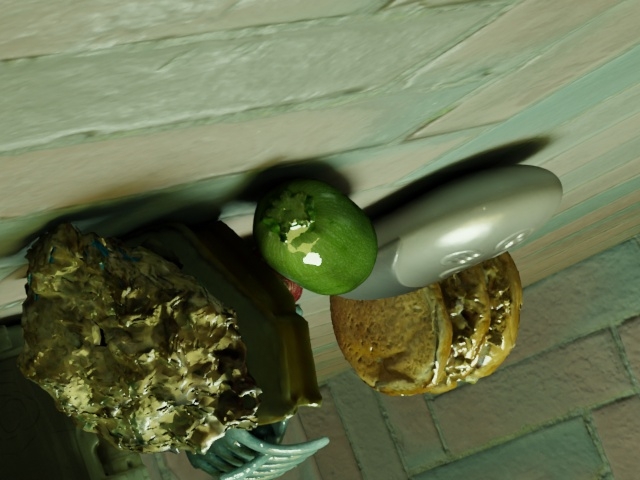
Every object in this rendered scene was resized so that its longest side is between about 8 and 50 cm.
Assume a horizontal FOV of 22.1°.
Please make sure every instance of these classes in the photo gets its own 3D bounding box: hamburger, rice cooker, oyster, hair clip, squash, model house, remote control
[{"bbox_3d":[0.159,0.095,2.289,0.211,0.245,0.260,-3,123,-40],"label":"hamburger"},{"bbox_3d":[-0.340,0.245,1.816,0.288,0.277,0.288,-22,172,-3],"label":"rice cooker"},{"bbox_3d":[-0.165,0.088,1.438,0.198,0.259,0.092,-13,-160,12],"label":"oyster"},{"bbox_3d":[-0.144,0.275,2.644,0.392,0.238,0.318,-17,168,-24],"label":"hair clip"},{"bbox_3d":[0.000,0.000,1.671,0.107,0.107,0.395,-22,170,5],"label":"squash"},{"bbox_3d":[-0.110,0.089,1.616,0.173,0.268,0.239,-44,168,12],"label":"model house"},{"bbox_3d":[0.144,-0.008,1.975,0.221,0.103,0.332,-8,167,-47],"label":"remote control"}]

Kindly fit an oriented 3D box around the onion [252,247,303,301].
[{"bbox_3d":[-0.085,0.081,1.849,0.150,0.140,0.150,-13,178,0],"label":"onion"}]
